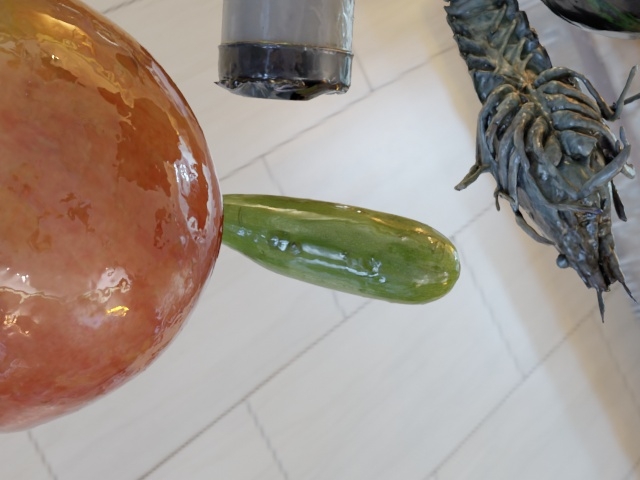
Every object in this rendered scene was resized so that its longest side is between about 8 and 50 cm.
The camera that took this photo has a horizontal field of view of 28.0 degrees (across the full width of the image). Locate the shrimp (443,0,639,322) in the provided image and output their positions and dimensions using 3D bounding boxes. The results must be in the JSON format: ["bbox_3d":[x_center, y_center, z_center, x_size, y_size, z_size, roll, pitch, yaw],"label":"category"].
[{"bbox_3d":[0.217,-0.125,1.272,0.166,0.221,0.411,76,-6,-59],"label":"shrimp"}]

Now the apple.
[{"bbox_3d":[-0.269,-0.040,0.976,0.364,0.364,0.364,16,66,-40],"label":"apple"}]

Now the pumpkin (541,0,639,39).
[{"bbox_3d":[0.325,-0.294,1.139,0.315,0.315,0.238,-31,99,-45],"label":"pumpkin"}]

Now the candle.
[{"bbox_3d":[-0.043,-0.348,1.709,0.187,0.187,0.330,1,93,-44],"label":"candle"}]

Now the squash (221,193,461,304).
[{"bbox_3d":[-0.001,0.003,1.663,0.370,0.118,0.118,13,60,2],"label":"squash"}]
